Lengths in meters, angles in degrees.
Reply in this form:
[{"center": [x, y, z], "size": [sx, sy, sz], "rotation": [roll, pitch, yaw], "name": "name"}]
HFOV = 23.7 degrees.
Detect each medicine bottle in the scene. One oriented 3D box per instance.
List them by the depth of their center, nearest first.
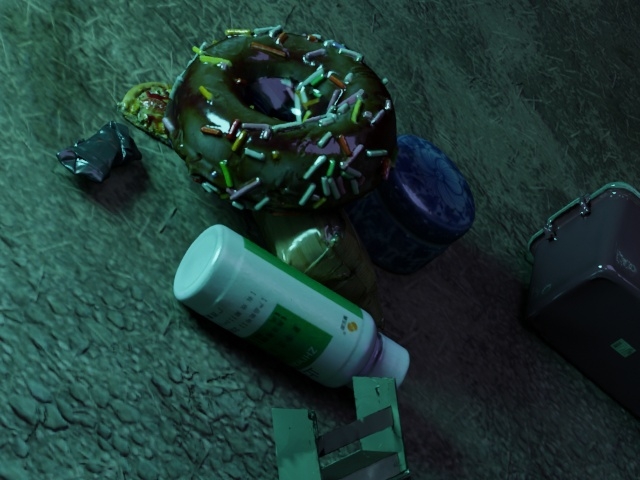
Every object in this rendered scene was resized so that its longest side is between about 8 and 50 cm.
[{"center": [-0.025, 0.082, 1.594], "size": [0.260, 0.095, 0.095], "rotation": [31, 37, -22], "name": "medicine bottle"}]

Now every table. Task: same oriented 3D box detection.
[{"center": [0.026, 0.236, 1.518], "size": [0.146, 0.062, 0.175], "rotation": [-13, 99, -53], "name": "table"}]

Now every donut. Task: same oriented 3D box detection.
[{"center": [-0.040, -0.136, 1.660], "size": [0.269, 0.103, 0.270], "rotation": [8, 39, -7], "name": "donut"}]

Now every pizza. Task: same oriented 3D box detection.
[{"center": [-0.176, -0.153, 1.719], "size": [0.100, 0.029, 0.099], "rotation": [35, 35, -20], "name": "pizza"}]

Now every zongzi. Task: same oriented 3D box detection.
[{"center": [0.000, 0.000, 1.724], "size": [0.197, 0.099, 0.194], "rotation": [46, 14, -48], "name": "zongzi"}]

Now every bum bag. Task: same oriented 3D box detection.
[{"center": [-0.227, -0.091, 1.593], "size": [0.058, 0.034, 0.124], "rotation": [41, 33, 5], "name": "bum bag"}]

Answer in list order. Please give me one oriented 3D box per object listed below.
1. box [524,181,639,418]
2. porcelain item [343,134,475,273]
[{"center": [0.411, 0.090, 2.005], "size": [0.294, 0.193, 0.167], "rotation": [39, 43, -14], "name": "box"}, {"center": [0.108, -0.047, 1.856], "size": [0.147, 0.114, 0.147], "rotation": [28, 39, -26], "name": "porcelain item"}]
